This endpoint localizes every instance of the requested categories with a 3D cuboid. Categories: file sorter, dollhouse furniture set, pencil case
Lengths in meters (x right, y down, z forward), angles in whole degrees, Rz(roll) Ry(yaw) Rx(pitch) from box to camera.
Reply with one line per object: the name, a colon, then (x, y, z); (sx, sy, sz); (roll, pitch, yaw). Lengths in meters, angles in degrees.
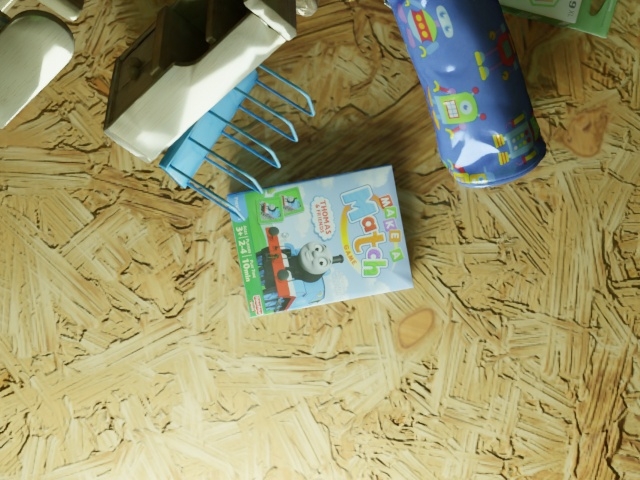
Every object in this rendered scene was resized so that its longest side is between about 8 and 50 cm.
file sorter: (-0.095, -0.123, 1.391); (0.104, 0.118, 0.170); (32, 85, 8)
dollhouse furniture set: (-0.253, -0.306, 1.250); (0.256, 0.362, 0.394); (-38, 123, 26)
pencil case: (0.165, -0.213, 1.378); (0.133, 0.119, 0.306); (-12, 113, 28)

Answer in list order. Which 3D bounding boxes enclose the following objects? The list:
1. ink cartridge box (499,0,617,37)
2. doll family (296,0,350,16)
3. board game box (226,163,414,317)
ink cartridge box: (0.277, -0.330, 1.431); (0.209, 0.062, 0.109); (14, 95, -3)
doll family: (0.010, -0.378, 1.391); (0.163, 0.118, 0.263); (42, 93, -5)
board game box: (0.000, 0.000, 1.465); (0.212, 0.039, 0.160); (-11, 95, -1)
